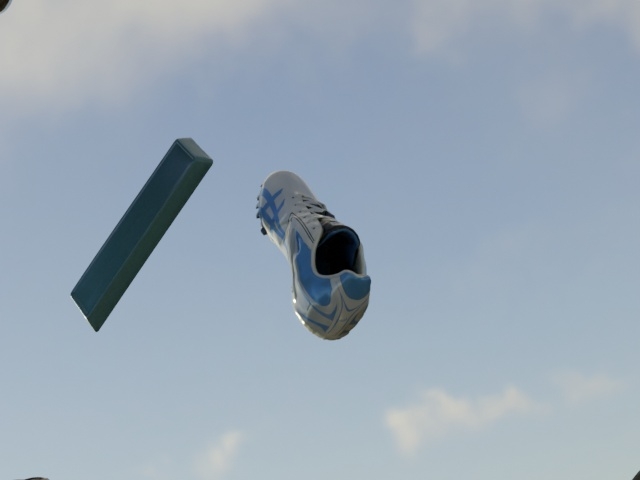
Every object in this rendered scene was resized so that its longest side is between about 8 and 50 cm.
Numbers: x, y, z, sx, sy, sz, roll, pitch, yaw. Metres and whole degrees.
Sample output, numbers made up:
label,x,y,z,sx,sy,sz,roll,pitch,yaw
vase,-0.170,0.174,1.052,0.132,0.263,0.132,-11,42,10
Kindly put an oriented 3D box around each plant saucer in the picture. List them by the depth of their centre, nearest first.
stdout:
label,x,y,z,sx,sy,sz,roll,pitch,yaw
plant saucer,-0.168,-0.009,1.698,0.018,0.067,0.192,32,-83,-33

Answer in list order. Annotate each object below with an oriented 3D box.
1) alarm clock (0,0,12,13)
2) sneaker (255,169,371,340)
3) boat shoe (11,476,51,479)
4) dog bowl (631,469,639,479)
label,x,y,z,sx,sy,sz,roll,pitch,yaw
alarm clock,-0.257,-0.221,1.431,0.064,0.192,0.129,18,13,-12
sneaker,0.000,0.000,1.775,0.085,0.237,0.086,23,-64,-30
boat shoe,-0.193,0.332,1.795,0.122,0.324,0.120,-46,28,-11
dog bowl,0.326,0.265,1.117,0.349,0.349,0.102,-23,-25,24
